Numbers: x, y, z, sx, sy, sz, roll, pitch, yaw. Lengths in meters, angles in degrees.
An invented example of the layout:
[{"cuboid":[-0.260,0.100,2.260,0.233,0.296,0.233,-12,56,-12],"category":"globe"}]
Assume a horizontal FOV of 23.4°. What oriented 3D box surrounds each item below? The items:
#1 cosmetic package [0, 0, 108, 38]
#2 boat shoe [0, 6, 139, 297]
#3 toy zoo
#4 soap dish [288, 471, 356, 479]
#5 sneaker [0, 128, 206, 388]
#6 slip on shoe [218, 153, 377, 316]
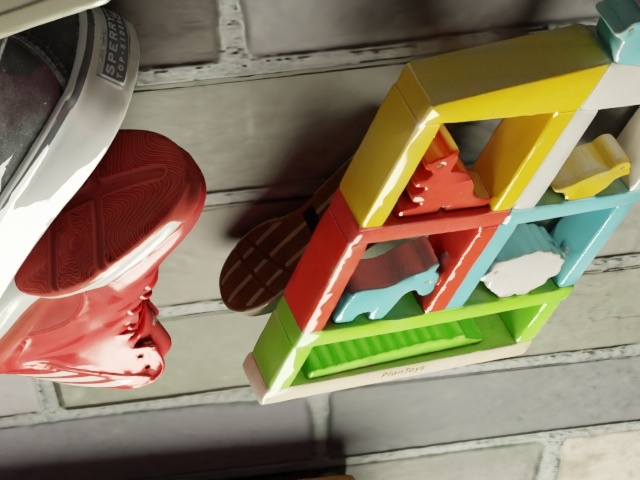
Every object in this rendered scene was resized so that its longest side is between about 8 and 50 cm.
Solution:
[{"cuboid":[-0.168,-0.181,0.351,0.153,0.129,0.296,-8,139,33],"category":"cosmetic package"},{"cuboid":[-0.203,-0.008,0.755,0.102,0.108,0.301,18,132,-30],"category":"boat shoe"},{"cuboid":[0.090,-0.020,0.814,0.192,0.030,0.293,-8,145,-30],"category":"toy zoo"},{"cuboid":[-0.092,0.271,1.119,0.291,0.118,0.229,-5,142,-6],"category":"soap dish"},{"cuboid":[-0.110,0.016,0.840,0.221,0.087,0.128,-26,149,38],"category":"sneaker"},{"cuboid":[0.000,0.000,0.856,0.135,0.051,0.041,-42,143,27],"category":"slip on shoe"}]
